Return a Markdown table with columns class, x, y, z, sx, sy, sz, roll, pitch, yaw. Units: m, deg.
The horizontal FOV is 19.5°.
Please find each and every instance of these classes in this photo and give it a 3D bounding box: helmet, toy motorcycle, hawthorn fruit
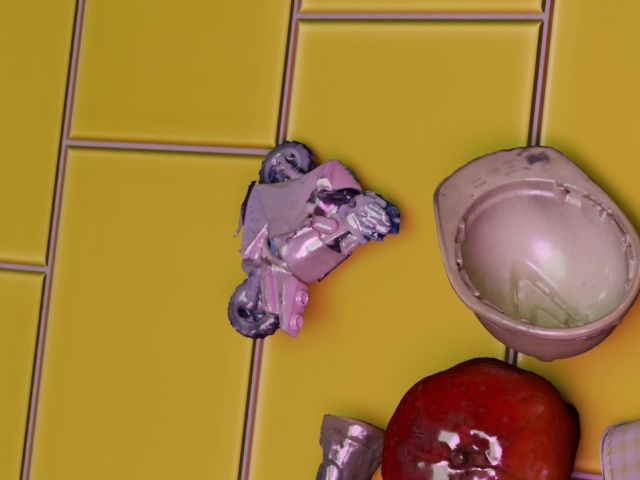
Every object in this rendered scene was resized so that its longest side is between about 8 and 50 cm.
| class | x | y | z | sx | sy | sz | roll | pitch | yaw |
| --- | --- | --- | --- | --- | --- | --- | --- | --- | --- |
| helmet | 0.231 | 0.038 | 1.980 | 0.204 | 0.137 | 0.257 | -18 | 52 | -9 |
| toy motorcycle | -0.003 | -0.002 | 2.139 | 0.204 | 0.108 | 0.239 | 1 | 85 | 31 |
| hawthorn fruit | 0.163 | 0.226 | 1.942 | 0.215 | 0.250 | 0.215 | 0 | 91 | 9 |

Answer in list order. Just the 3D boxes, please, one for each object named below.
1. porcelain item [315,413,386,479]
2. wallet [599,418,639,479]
| class | x | y | z | sx | sy | sz | roll | pitch | yaw |
| --- | --- | --- | --- | --- | --- | --- | --- | --- | --- |
| porcelain item | 0.012 | 0.306 | 2.084 | 0.069 | 0.081 | 0.215 | 9 | 75 | 41 |
| wallet | 0.400 | 0.251 | 1.806 | 0.309 | 0.077 | 0.223 | -29 | 63 | 57 |
